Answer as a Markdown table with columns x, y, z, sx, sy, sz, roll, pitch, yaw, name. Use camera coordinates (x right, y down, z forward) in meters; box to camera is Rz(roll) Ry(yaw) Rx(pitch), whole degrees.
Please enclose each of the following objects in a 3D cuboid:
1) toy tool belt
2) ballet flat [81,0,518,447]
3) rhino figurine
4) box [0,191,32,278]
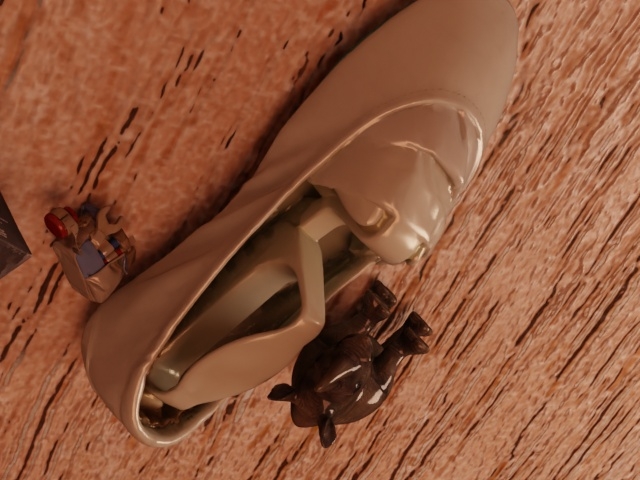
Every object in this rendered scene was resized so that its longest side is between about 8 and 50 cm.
| x | y | z | sx | sy | sz | roll | pitch | yaw | name |
| --- | --- | --- | --- | --- | --- | --- | --- | --- | --- |
| -0.153 | -0.001 | 0.752 | 0.051 | 0.052 | 0.083 | -45 | 142 | -29 | toy tool belt |
| 0.000 | 0.000 | 0.758 | 0.400 | 0.139 | 0.139 | -42 | 131 | 11 | ballet flat |
| 0.021 | 0.093 | 0.807 | 0.106 | 0.073 | 0.243 | -45 | 174 | 7 | rhino figurine |
| -0.336 | 0.005 | 0.575 | 0.242 | 0.076 | 0.307 | -35 | 156 | 5 | box |
